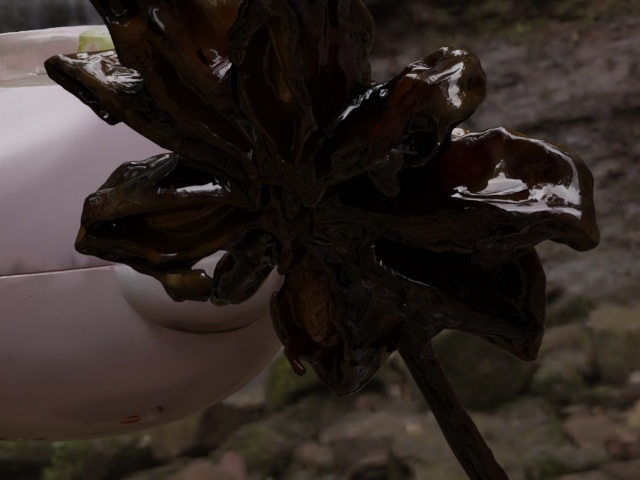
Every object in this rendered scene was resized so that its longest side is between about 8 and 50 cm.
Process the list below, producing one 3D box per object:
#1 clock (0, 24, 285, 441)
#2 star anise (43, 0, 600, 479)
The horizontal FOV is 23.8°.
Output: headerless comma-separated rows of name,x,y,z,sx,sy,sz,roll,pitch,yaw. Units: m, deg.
clock,-0.200,0.001,1.013,0.377,0.250,0.368,-15,20,-39
star anise,-0.001,0.003,0.468,0.177,0.234,0.073,21,47,21
